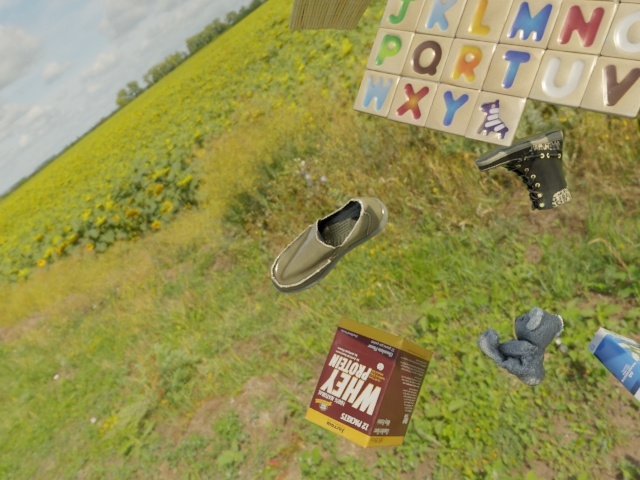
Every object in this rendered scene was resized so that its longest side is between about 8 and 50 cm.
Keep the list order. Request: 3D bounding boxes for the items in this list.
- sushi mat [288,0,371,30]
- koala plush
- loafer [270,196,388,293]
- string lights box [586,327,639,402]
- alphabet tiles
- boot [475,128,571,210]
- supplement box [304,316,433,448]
[{"bbox_3d":[0.024,-0.444,1.021,0.151,0.019,0.316,-3,5,-7],"label":"sushi mat"},{"bbox_3d":[0.643,0.306,1.682,0.221,0.196,0.203,-57,40,11],"label":"koala plush"},{"bbox_3d":[0.000,0.000,0.978,0.251,0.087,0.094,-40,61,13],"label":"loafer"},{"bbox_3d":[0.837,0.344,1.438,0.260,0.133,0.077,-106,38,-67],"label":"string lights box"},{"bbox_3d":[0.151,-0.179,0.446,0.237,0.009,0.198,23,99,35],"label":"alphabet tiles"},{"bbox_3d":[0.484,-0.148,1.285,0.236,0.179,0.085,-20,11,-17],"label":"boot"},{"bbox_3d":[0.098,0.269,1.033,0.129,0.191,0.194,16,81,31],"label":"supplement box"}]
